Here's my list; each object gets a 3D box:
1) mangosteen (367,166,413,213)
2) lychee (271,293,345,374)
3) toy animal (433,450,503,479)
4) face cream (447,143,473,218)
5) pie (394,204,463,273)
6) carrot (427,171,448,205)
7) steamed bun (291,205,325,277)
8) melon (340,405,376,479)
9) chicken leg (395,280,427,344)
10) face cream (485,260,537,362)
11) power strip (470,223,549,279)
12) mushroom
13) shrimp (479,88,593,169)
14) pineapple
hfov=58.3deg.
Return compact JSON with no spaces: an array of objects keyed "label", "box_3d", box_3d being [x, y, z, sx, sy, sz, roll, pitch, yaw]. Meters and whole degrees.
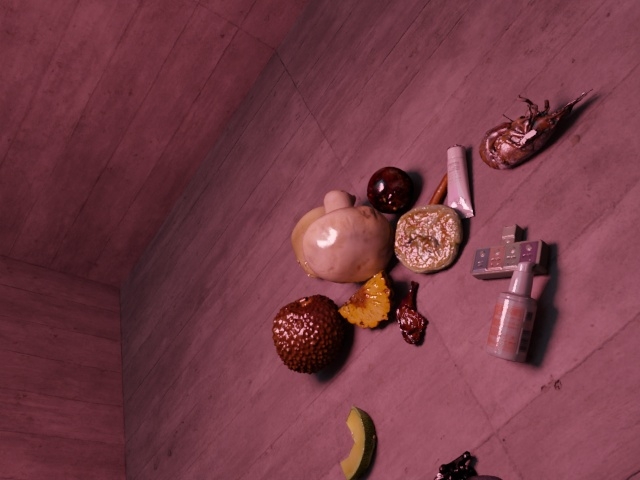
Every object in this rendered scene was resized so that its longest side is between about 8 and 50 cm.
[{"label":"mangosteen","box_3d":[0.237,-0.181,1.969,0.172,0.172,0.184,-42,22,32]},{"label":"lychee","box_3d":[-0.036,0.327,1.982,0.267,0.267,0.267,-30,49,42]},{"label":"toy animal","box_3d":[0.385,0.617,1.385,0.210,0.121,0.117,20,107,49]},{"label":"face cream","box_3d":[0.430,-0.179,1.798,0.092,0.058,0.243,-17,64,43]},{"label":"pie","box_3d":[0.333,-0.010,1.788,0.241,0.054,0.240,-11,72,37]},{"label":"carrot","box_3d":[0.366,-0.113,1.856,0.043,0.043,0.247,32,97,55]},{"label":"steamed bun","box_3d":[0.000,0.000,2.176,0.273,0.166,0.232,-46,39,28]},{"label":"melon","box_3d":[0.116,0.630,1.764,0.118,0.064,0.209,14,85,54]},{"label":"chicken leg","box_3d":[0.279,0.225,1.780,0.093,0.053,0.205,-22,59,18]},{"label":"face cream","box_3d":[0.492,0.174,1.446,0.101,0.101,0.251,11,88,55]},{"label":"power strip","box_3d":[0.519,0.030,1.564,0.216,0.061,0.145,-10,57,50]},{"label":"mushroom","box_3d":[0.084,-0.024,1.965,0.314,0.314,0.336,-45,35,29]},{"label":"shrimp","box_3d":[0.591,-0.324,1.605,0.343,0.116,0.145,-36,60,37]},{"label":"pineapple","box_3d":[0.193,0.194,1.888,0.140,0.164,0.250,48,123,10]}]
